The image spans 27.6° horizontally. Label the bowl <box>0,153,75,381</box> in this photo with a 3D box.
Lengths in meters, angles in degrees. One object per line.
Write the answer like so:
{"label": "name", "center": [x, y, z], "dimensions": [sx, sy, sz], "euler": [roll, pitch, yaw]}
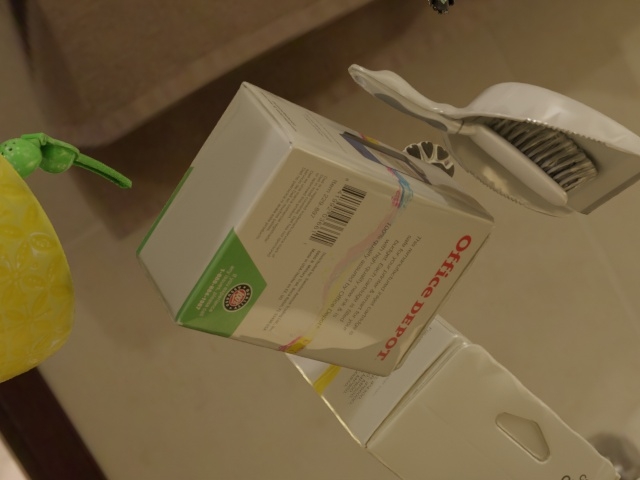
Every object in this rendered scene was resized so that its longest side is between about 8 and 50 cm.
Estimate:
{"label": "bowl", "center": [-0.369, 0.028, 1.109], "dimensions": [0.289, 0.289, 0.156], "euler": [-17, 21, 48]}

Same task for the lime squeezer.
{"label": "lime squeezer", "center": [-0.306, -0.071, 1.464], "dimensions": [0.059, 0.110, 0.310], "euler": [-22, 7, 29]}

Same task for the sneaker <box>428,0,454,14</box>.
{"label": "sneaker", "center": [0.149, -0.309, 1.584], "dimensions": [0.038, 0.069, 0.098], "euler": [-5, -18, 5]}

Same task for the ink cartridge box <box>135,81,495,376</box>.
{"label": "ink cartridge box", "center": [0.000, 0.000, 0.942], "dimensions": [0.154, 0.212, 0.093], "euler": [-57, 41, 17]}

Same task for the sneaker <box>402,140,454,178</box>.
{"label": "sneaker", "center": [0.089, -0.069, 1.638], "dimensions": [0.170, 0.068, 0.071], "euler": [-28, 1, -16]}

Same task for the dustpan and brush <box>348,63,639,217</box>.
{"label": "dustpan and brush", "center": [0.119, -0.077, 0.921], "dimensions": [0.060, 0.211, 0.147], "euler": [-54, 2, -20]}

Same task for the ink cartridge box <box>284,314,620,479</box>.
{"label": "ink cartridge box", "center": [0.125, 0.180, 1.513], "dimensions": [0.160, 0.279, 0.385], "euler": [-50, 23, 0]}
